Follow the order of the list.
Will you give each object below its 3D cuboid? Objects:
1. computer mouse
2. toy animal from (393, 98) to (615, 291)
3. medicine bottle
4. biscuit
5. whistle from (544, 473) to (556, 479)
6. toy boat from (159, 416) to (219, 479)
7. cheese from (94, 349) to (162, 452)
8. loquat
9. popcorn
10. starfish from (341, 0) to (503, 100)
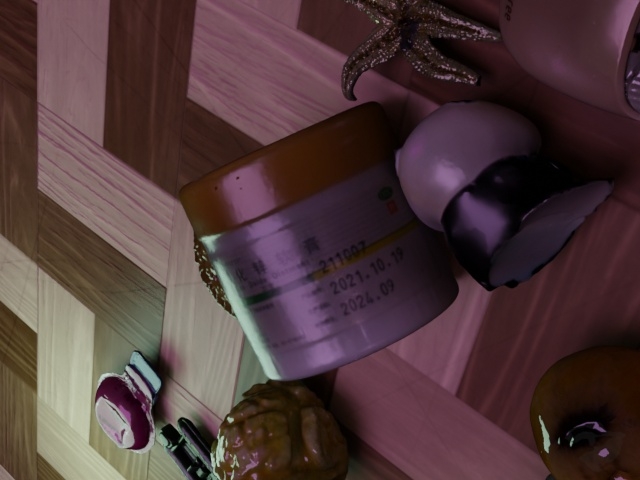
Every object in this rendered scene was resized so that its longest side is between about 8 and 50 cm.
[{"bbox_3d":[0.253,-0.182,0.802,0.236,0.082,0.145,31,129,31],"label":"computer mouse"},{"bbox_3d":[0.168,-0.059,0.919,0.166,0.138,0.179,-47,68,21],"label":"toy animal"},{"bbox_3d":[0.000,0.000,1.023,0.238,0.238,0.232,-20,96,47],"label":"medicine bottle"},{"bbox_3d":[-0.104,0.029,1.294,0.188,0.027,0.188,21,123,37],"label":"biscuit"},{"bbox_3d":[0.336,0.365,0.891,0.405,0.188,0.168,36,133,46],"label":"whistle"},{"bbox_3d":[-0.183,0.378,1.530,0.210,0.052,0.104,51,134,13],"label":"toy boat"},{"bbox_3d":[-0.319,0.272,1.602,0.155,0.062,0.244,46,134,16],"label":"cheese"},{"bbox_3d":[0.276,0.173,0.913,0.137,0.163,0.163,23,140,-19],"label":"loquat"},{"bbox_3d":[-0.057,0.285,1.272,0.167,0.185,0.187,46,147,42],"label":"popcorn"},{"bbox_3d":[0.085,-0.231,0.962,0.223,0.050,0.217,30,123,15],"label":"starfish"}]
